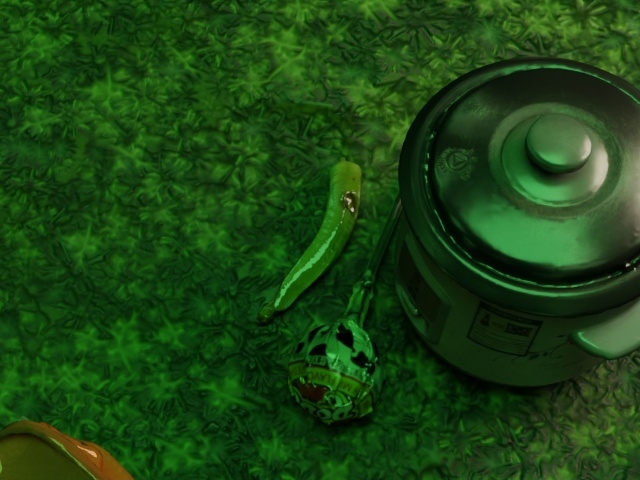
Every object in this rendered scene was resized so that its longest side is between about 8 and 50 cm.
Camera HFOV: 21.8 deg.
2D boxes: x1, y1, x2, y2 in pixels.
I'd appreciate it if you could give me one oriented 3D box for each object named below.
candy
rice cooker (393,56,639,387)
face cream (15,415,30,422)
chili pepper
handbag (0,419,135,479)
[{"bbox_3d":[0.051,0.048,1.638,0.091,0.083,0.305,17,55,11],"label":"candy"},{"bbox_3d":[0.197,-0.015,1.533,0.264,0.317,0.317,-20,64,-13],"label":"rice cooker"},{"bbox_3d":[-0.204,0.306,1.493,0.341,0.084,0.137,37,72,24],"label":"face cream"},{"bbox_3d":[0.001,0.000,1.672,0.049,0.043,0.208,26,65,-1],"label":"chili pepper"},{"bbox_3d":[-0.276,0.377,1.376,0.410,0.116,0.303,-46,68,-3],"label":"handbag"}]
